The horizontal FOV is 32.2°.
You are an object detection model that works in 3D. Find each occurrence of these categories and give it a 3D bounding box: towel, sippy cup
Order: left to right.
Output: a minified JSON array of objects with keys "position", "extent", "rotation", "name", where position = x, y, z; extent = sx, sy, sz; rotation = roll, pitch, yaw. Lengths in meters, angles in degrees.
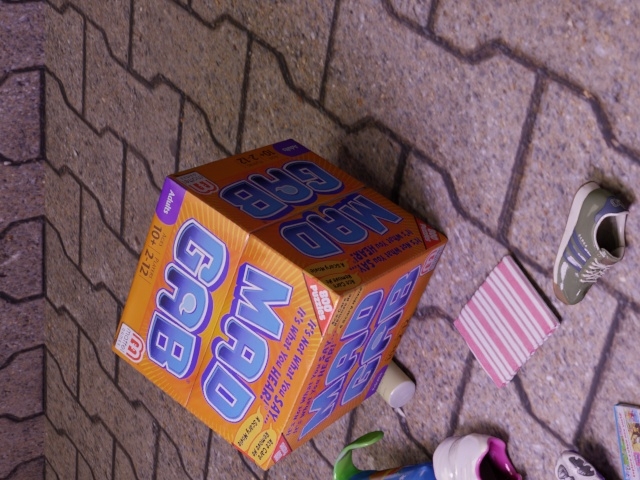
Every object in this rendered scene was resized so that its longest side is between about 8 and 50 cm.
[{"position":[0.160,0.502,1.986],"extent":[0.305,0.240,0.224],"rotation":[35,139,-20],"name":"sippy cup"},{"position":[0.300,0.132,1.793],"extent":[0.144,0.029,0.197],"rotation":[57,140,25],"name":"towel"}]

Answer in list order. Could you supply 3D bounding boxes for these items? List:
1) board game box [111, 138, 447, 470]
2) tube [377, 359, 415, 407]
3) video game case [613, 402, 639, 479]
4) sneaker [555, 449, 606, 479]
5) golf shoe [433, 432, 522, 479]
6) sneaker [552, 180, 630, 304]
[{"position":[-0.071,0.091,1.886],"extent":[0.356,0.356,0.356],"rotation":[34,120,21],"name":"board game box"},{"position":[0.088,0.224,2.111],"extent":[0.070,0.062,0.240],"rotation":[-47,47,3],"name":"tube"},{"position":[0.495,0.301,1.583],"extent":[0.166,0.015,0.119],"rotation":[2,105,55],"name":"video game case"},{"position":[0.427,0.385,1.684],"extent":[0.068,0.071,0.170],"rotation":[-38,83,18],"name":"sneaker"},{"position":[0.296,0.467,1.857],"extent":[0.140,0.115,0.306],"rotation":[-33,77,50],"name":"golf shoe"},{"position":[0.389,0.019,1.577],"extent":[0.086,0.064,0.192],"rotation":[38,129,49],"name":"sneaker"}]
